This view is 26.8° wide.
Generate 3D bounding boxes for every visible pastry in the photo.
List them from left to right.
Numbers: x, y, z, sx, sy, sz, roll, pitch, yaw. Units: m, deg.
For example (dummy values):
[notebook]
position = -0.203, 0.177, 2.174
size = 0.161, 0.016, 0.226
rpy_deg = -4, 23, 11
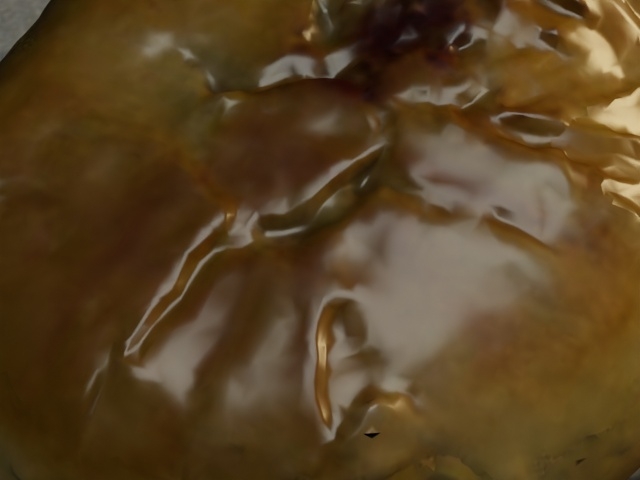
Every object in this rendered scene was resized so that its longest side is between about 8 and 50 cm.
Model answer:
[pastry]
position = 0.000, 0.000, 0.668
size = 0.409, 0.245, 0.410
rpy_deg = -7, 59, 12
